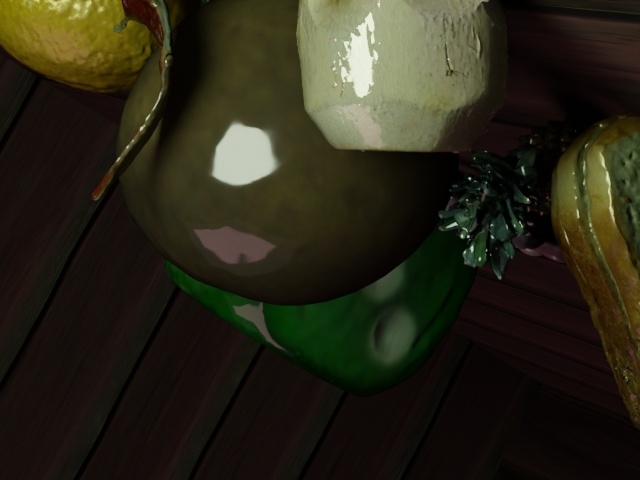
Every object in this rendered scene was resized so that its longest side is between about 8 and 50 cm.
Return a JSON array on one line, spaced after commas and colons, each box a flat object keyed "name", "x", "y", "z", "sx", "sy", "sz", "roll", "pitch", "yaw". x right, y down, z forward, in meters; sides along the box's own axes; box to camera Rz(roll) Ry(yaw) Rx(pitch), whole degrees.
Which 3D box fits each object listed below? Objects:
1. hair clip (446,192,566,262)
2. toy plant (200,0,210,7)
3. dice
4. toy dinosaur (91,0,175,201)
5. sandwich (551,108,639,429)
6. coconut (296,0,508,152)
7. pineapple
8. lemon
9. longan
[{"name": "hair clip", "x": 0.229, "y": -0.021, "z": 2.057, "sx": 0.146, "sy": 0.075, "sz": 0.257, "roll": 19, "pitch": 175, "yaw": 32}, {"name": "toy plant", "x": -0.157, "y": -0.249, "z": 1.774, "sx": 0.155, "sy": 0.088, "sz": 0.240, "roll": 6, "pitch": 149, "yaw": 43}, {"name": "dice", "x": 0.000, "y": 0.000, "z": 2.176, "sx": 0.300, "sy": 0.297, "sz": 0.287, "roll": 32, "pitch": 177, "yaw": -36}, {"name": "toy dinosaur", "x": -0.189, "y": -0.208, "z": 1.389, "sx": 0.206, "sy": 0.113, "sz": 0.327, "roll": -139, "pitch": 35, "yaw": -69}, {"name": "sandwich", "x": 0.339, "y": -0.001, "z": 1.427, "sx": 0.099, "sy": 0.288, "sz": 0.254, "roll": -28, "pitch": 81, "yaw": 67}, {"name": "coconut", "x": 0.061, "y": -0.147, "z": 1.303, "sx": 0.161, "sy": 0.162, "sz": 0.161, "roll": 2, "pitch": -175, "yaw": 0}, {"name": "pineapple", "x": 0.185, "y": -0.046, "z": 1.500, "sx": 0.083, "sy": 0.103, "sz": 0.221, "roll": 28, "pitch": -148, "yaw": 26}, {"name": "lemon", "x": -0.210, "y": -0.235, "z": 1.590, "sx": 0.231, "sy": 0.192, "sz": 0.192, "roll": 26, "pitch": 174, "yaw": 8}, {"name": "longan", "x": -0.026, "y": -0.083, "z": 1.495, "sx": 0.297, "sy": 0.297, "sz": 0.297, "roll": 28, "pitch": 174, "yaw": 3}]
